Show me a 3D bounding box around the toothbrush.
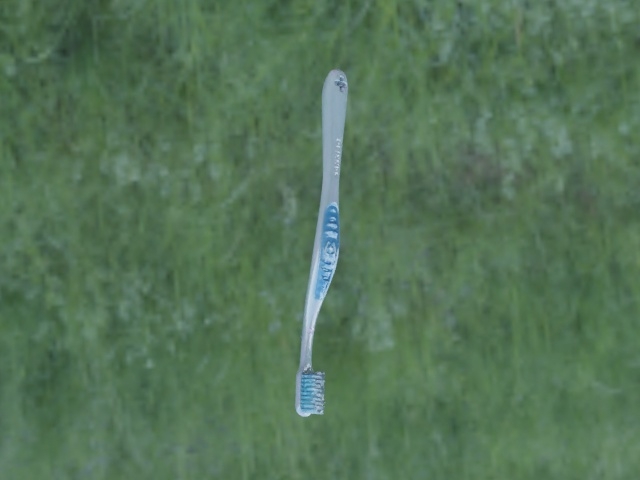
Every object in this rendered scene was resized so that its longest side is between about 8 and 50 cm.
[{"bbox_3d":[0.000,0.000,0.596,0.014,0.162,0.017,11,169,-43],"label":"toothbrush"}]
